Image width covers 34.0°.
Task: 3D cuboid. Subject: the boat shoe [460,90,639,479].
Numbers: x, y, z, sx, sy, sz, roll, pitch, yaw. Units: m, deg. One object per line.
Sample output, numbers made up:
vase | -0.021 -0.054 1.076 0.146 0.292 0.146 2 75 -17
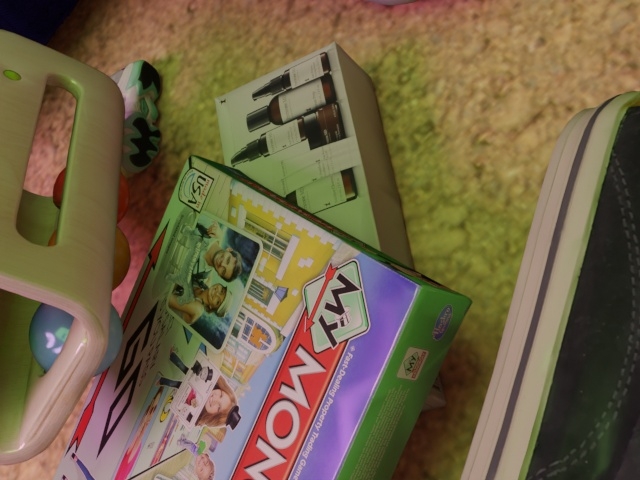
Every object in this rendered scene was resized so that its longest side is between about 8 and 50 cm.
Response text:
boat shoe | 0.150 0.159 0.444 0.156 0.187 0.500 2 67 36

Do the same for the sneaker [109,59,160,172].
sneaker | -0.159 -0.088 0.806 0.069 0.038 0.098 -15 54 26

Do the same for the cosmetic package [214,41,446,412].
cosmetic package | 0.000 0.000 0.663 0.098 0.060 0.239 -23 62 22

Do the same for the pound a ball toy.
pound a ball toy | -0.206 0.012 0.688 0.208 0.135 0.319 -56 24 25

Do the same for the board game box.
board game box | -0.064 0.131 0.599 0.213 0.046 0.317 30 99 46

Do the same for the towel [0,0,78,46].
towel | -0.258 -0.189 0.805 0.076 0.227 0.308 30 87 6

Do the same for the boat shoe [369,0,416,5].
boat shoe | -0.073 -0.253 0.639 0.367 0.156 0.136 23 86 -3
